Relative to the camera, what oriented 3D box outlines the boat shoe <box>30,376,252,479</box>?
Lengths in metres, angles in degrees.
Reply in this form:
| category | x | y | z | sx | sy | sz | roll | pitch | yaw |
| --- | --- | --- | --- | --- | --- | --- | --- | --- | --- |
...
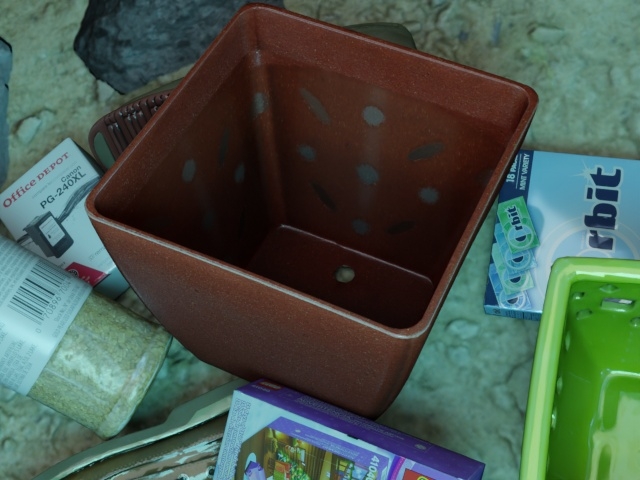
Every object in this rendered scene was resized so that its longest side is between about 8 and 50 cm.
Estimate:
| category | x | y | z | sx | sy | sz | roll | pitch | yaw |
| --- | --- | --- | --- | --- | --- | --- | --- | --- | --- |
| boat shoe | -0.157 | 0.231 | 0.939 | 0.307 | 0.110 | 0.104 | -29 | 68 | 2 |

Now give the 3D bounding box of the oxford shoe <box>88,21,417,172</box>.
| category | x | y | z | sx | sy | sz | roll | pitch | yaw |
| --- | --- | --- | --- | --- | --- | --- | --- | --- | --- |
| oxford shoe | -0.063 | -0.134 | 1.052 | 0.348 | 0.123 | 0.130 | -9 | 36 | 16 |

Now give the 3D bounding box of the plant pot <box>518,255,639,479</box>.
| category | x | y | z | sx | sy | sz | roll | pitch | yaw |
| --- | --- | --- | --- | --- | --- | --- | --- | --- | --- |
| plant pot | 0.279 | 0.155 | 0.818 | 0.228 | 0.207 | 0.227 | 7 | 74 | 15 |

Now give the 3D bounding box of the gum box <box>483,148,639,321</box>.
| category | x | y | z | sx | sy | sz | roll | pitch | yaw |
| --- | --- | --- | --- | --- | --- | --- | --- | --- | --- |
| gum box | 0.252 | 0.002 | 0.960 | 0.185 | 0.041 | 0.156 | 7 | 75 | 13 |

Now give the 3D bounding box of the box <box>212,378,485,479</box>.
| category | x | y | z | sx | sy | sz | roll | pitch | yaw |
| --- | --- | --- | --- | --- | --- | --- | --- | --- | --- |
| box | -0.005 | 0.282 | 0.841 | 0.201 | 0.057 | 0.293 | 18 | 101 | 22 |

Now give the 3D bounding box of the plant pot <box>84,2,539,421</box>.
| category | x | y | z | sx | sy | sz | roll | pitch | yaw |
| --- | --- | --- | --- | --- | --- | --- | --- | --- | --- |
| plant pot | 0.000 | 0.000 | 0.884 | 0.267 | 0.235 | 0.267 | 21 | 55 | 15 |

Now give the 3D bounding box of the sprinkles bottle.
| category | x | y | z | sx | sy | sz | roll | pitch | yaw |
| --- | --- | --- | --- | --- | --- | --- | --- | --- | --- |
| sprinkles bottle | -0.312 | 0.047 | 0.933 | 0.355 | 0.121 | 0.121 | 31 | 80 | -9 |

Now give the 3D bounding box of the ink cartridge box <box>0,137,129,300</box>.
| category | x | y | z | sx | sy | sz | roll | pitch | yaw |
| --- | --- | --- | --- | --- | --- | --- | --- | --- | --- |
| ink cartridge box | -0.246 | -0.012 | 1.058 | 0.109 | 0.063 | 0.150 | -40 | 70 | -1 |
